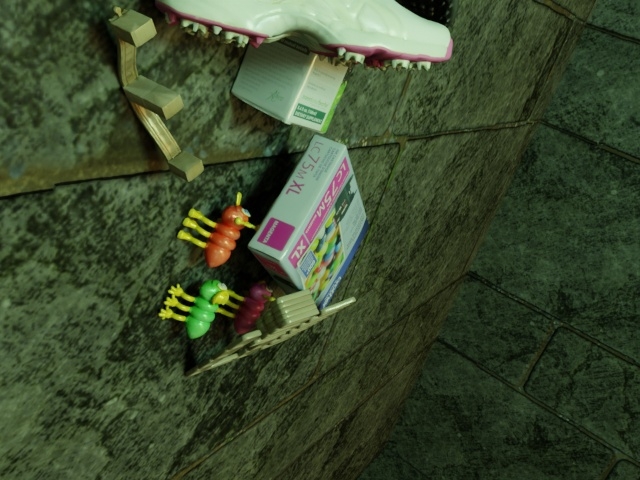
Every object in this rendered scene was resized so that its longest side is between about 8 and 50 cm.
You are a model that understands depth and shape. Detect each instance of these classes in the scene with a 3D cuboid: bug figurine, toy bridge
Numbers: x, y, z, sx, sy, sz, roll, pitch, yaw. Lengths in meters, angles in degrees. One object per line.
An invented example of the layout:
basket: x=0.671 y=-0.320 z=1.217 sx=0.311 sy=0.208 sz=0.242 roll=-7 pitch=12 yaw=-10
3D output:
bug figurine: x=-0.110 y=0.044 z=0.863 sx=0.216 sy=0.072 sz=0.279 roll=-62 pitch=156 yaw=7
toy bridge: x=-0.163 y=-0.139 z=0.565 sx=0.026 sy=0.063 sz=0.188 roll=-47 pitch=151 yaw=-26

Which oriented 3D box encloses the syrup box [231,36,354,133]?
syrup box: x=-0.004 y=-0.258 z=0.693 sx=0.093 sy=0.096 sz=0.237 roll=-2 pitch=120 yaw=-61

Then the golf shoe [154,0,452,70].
golf shoe: x=0.002 y=-0.246 z=0.570 sx=0.306 sy=0.115 sz=0.140 roll=5 pitch=102 yaw=-23

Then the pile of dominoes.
pile of dominoes: x=-0.085 y=0.135 z=0.903 sx=0.196 sy=0.040 sz=0.251 roll=-14 pitch=166 yaw=-38

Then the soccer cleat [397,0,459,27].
soccer cleat: x=0.153 y=-0.422 z=0.804 sx=0.116 sy=0.108 sz=0.318 roll=-59 pitch=154 yaw=-10

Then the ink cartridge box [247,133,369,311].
ink cartridge box: x=0.000 y=0.000 z=0.900 sx=0.186 sy=0.065 sz=0.311 roll=-61 pitch=161 yaw=-15
